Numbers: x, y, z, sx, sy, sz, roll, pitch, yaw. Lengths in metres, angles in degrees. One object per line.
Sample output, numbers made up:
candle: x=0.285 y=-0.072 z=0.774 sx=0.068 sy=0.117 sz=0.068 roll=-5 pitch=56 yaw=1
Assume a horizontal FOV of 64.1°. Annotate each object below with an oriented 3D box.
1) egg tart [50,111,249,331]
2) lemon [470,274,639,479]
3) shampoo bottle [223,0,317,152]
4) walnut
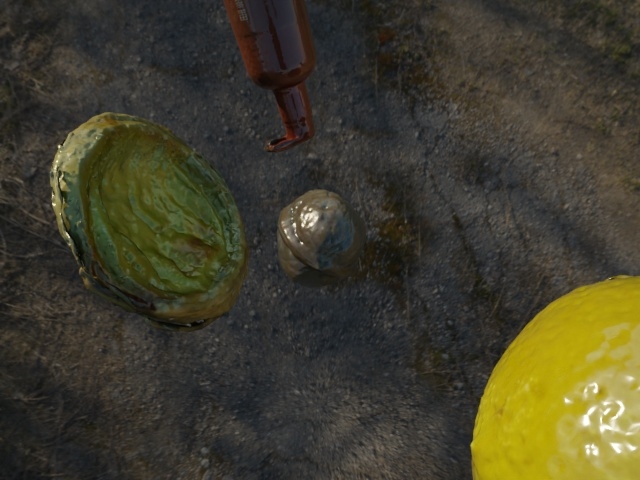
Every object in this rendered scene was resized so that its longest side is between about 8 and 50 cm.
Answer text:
egg tart: x=-0.194 y=-0.017 z=0.596 sx=0.095 sy=0.279 sz=0.279 roll=-29 pitch=71 yaw=27
lemon: x=0.309 y=0.218 z=0.471 sx=0.349 sy=0.350 sz=0.387 roll=29 pitch=66 yaw=9
shampoo bottle: x=-0.051 y=-0.218 z=0.529 sx=0.085 sy=0.244 sz=0.085 roll=-11 pitch=28 yaw=6
walnut: x=0.000 y=0.000 z=1.112 sx=0.224 sy=0.224 sz=0.224 roll=0 pitch=72 yaw=0
